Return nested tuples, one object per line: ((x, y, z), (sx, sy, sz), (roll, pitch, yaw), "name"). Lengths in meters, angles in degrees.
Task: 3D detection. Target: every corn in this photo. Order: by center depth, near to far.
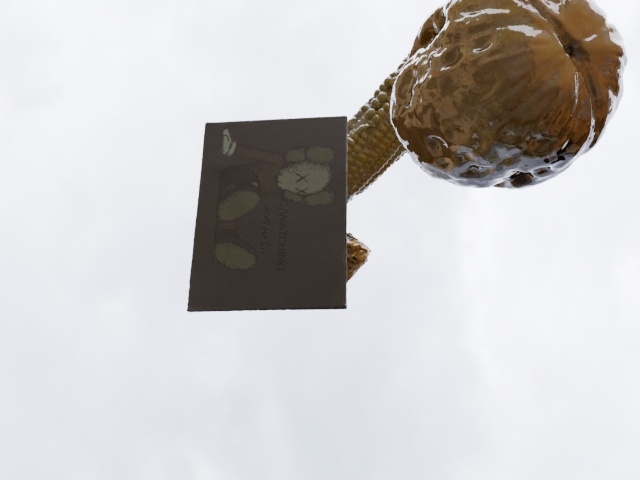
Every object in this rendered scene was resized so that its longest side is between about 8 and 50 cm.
((0.096, -0.155, 1.218), (0.288, 0.086, 0.086), (-45, -75, 3), "corn")

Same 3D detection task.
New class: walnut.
((0.134, -0.113, 0.771), (0.155, 0.155, 0.184), (38, -29, -12), "walnut")

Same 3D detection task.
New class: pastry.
((0.000, 0.000, 1.449), (0.140, 0.056, 0.080), (39, -56, 4), "pastry")

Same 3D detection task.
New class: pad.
((-0.041, -0.026, 0.855), (0.127, 0.190, 0.004), (-2, -31, 6), "pad")
